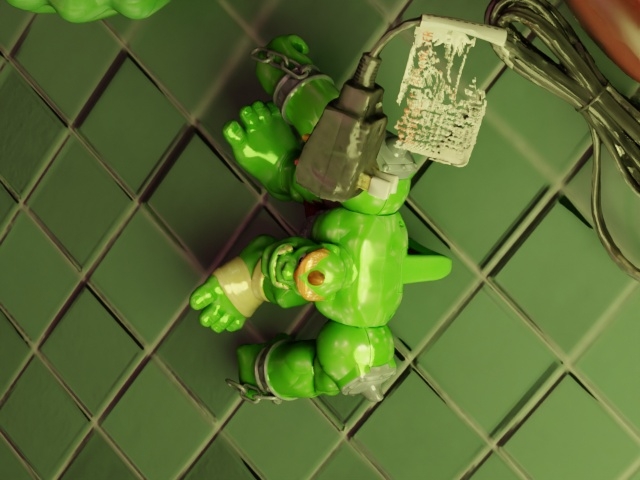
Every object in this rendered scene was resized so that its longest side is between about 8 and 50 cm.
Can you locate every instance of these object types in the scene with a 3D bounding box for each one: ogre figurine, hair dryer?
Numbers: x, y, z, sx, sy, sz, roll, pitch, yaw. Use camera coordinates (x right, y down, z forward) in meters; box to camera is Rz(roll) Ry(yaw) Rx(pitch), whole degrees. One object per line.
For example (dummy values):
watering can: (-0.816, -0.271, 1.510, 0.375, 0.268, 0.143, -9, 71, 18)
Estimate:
ogre figurine: (0.000, 0.000, 1.026, 0.118, 0.097, 0.197, 21, 92, 47)
hair dryer: (0.118, -0.138, 0.941, 0.224, 0.080, 0.293, 11, 101, -5)

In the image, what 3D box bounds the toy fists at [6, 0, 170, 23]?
toy fists: (-0.173, -0.220, 1.103, 0.279, 0.096, 0.142, 33, 107, 25)
